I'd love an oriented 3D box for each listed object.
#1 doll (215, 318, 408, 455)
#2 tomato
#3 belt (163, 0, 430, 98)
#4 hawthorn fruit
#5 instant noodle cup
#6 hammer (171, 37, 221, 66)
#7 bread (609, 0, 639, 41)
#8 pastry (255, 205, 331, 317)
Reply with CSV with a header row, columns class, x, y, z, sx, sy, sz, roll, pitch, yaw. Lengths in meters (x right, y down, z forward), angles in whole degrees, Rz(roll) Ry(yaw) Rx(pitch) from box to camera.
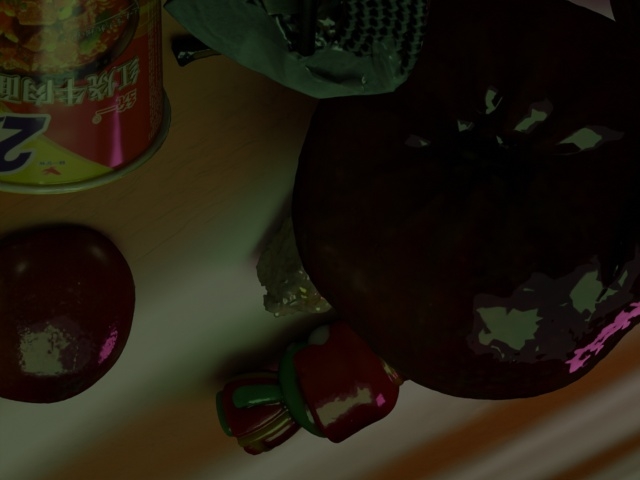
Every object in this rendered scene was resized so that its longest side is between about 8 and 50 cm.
class,x,y,z,sx,sy,sz,roll,pitch,yaw
doll,0.027,0.205,1.615,0.363,0.160,0.182,-28,149,8
tomato,-0.304,0.104,1.235,0.200,0.140,0.233,-4,145,-42
belt,-0.010,-0.225,0.840,0.207,0.150,0.257,14,155,2
hawthorn fruit,0.180,-0.043,1.110,0.402,0.403,0.403,-18,150,-11
instant noodle cup,-0.207,-0.166,0.820,0.213,0.213,0.174,-9,139,-24
hammer,-0.044,-0.199,1.048,0.201,0.021,0.078,-14,149,-19
bread,0.360,-0.271,1.110,0.129,0.134,0.260,-30,157,-10
pastry,0.006,-0.001,1.337,0.121,0.089,0.258,-1,145,-27
